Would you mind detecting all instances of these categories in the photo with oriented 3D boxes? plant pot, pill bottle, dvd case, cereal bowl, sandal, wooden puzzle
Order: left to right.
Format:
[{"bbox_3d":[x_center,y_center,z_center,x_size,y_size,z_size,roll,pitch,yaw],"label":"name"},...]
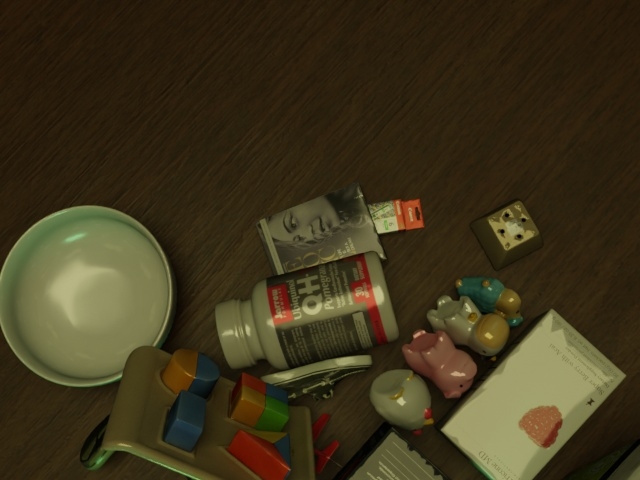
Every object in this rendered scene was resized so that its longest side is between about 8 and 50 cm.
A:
[{"bbox_3d":[-0.432,0.111,1.804,0.339,0.141,0.339,-1,79,3],"label":"cereal bowl"},{"bbox_3d":[-0.324,0.325,1.788,0.303,0.120,0.086,-44,108,-3],"label":"sandal"},{"bbox_3d":[-0.167,0.294,1.582,0.348,0.322,0.080,21,109,-11],"label":"wooden puzzle"},{"bbox_3d":[-0.025,0.140,1.754,0.318,0.176,0.176,-15,79,3],"label":"pill bottle"},{"bbox_3d":[0.000,0.000,1.846,0.221,0.018,0.164,-21,79,8],"label":"dvd case"},{"bbox_3d":[0.361,-0.020,1.803,0.109,0.096,0.109,-28,79,-2],"label":"plant pot"}]

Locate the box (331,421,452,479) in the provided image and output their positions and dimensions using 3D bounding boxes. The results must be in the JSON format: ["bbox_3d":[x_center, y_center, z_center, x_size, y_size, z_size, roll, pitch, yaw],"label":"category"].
[{"bbox_3d":[0.076,0.484,1.603,0.179,0.343,0.312,41,84,8],"label":"box"}]

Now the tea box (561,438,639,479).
[{"bbox_3d":[0.476,0.505,1.527,0.329,0.323,0.220,-29,76,-39],"label":"tea box"}]

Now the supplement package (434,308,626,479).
[{"bbox_3d":[0.371,0.294,1.705,0.177,0.175,0.293,43,85,9],"label":"supplement package"}]

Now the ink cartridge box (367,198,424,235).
[{"bbox_3d":[0.143,-0.047,1.855,0.115,0.029,0.063,-10,80,2],"label":"ink cartridge box"}]

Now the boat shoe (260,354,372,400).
[{"bbox_3d":[-0.003,0.267,1.787,0.219,0.078,0.070,-16,78,9],"label":"boat shoe"}]

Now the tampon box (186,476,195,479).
[{"bbox_3d":[-0.177,0.436,1.739,0.101,0.120,0.161,-32,80,-2],"label":"tampon box"}]

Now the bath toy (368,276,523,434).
[{"bbox_3d":[0.232,0.216,1.701,0.348,0.151,0.129,-44,120,-30],"label":"bath toy"}]

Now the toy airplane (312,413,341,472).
[{"bbox_3d":[-0.018,0.388,1.748,0.151,0.028,0.151,-22,41,21],"label":"toy airplane"}]
